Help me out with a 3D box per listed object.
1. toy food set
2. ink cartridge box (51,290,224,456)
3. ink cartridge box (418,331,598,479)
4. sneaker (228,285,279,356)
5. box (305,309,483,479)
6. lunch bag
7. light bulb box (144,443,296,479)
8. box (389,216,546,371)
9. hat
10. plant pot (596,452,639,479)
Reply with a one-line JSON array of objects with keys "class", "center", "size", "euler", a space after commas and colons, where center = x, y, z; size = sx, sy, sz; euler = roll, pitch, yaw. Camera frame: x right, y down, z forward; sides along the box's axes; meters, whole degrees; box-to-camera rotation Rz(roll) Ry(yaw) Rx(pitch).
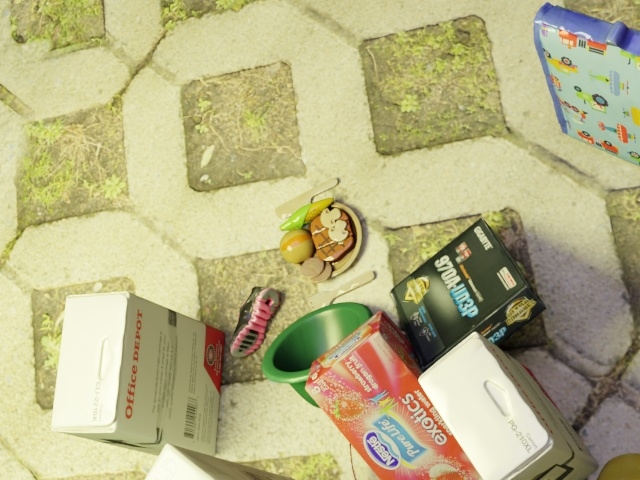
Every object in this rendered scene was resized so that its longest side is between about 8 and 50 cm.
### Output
[{"class": "toy food set", "center": [0.000, 0.000, 1.816], "size": [0.132, 0.038, 0.192], "euler": [-29, 63, 15]}, {"class": "ink cartridge box", "center": [-0.260, 0.201, 1.743], "size": [0.114, 0.273, 0.197], "euler": [-5, 72, 24]}, {"class": "ink cartridge box", "center": [0.241, 0.232, 1.509], "size": [0.100, 0.237, 0.172], "euler": [-39, 61, 10]}, {"class": "sneaker", "center": [-0.110, 0.122, 1.834], "size": [0.057, 0.047, 0.119], "euler": [24, 83, 49]}, {"class": "box", "center": [0.110, 0.237, 1.574], "size": [0.128, 0.122, 0.257], "euler": [-38, 96, 11]}, {"class": "lunch bag", "center": [0.402, -0.204, 1.540], "size": [0.221, 0.293, 0.138], "euler": [28, 87, 30]}, {"class": "light bulb box", "center": [-0.126, 0.495, 1.535], "size": [0.225, 0.358, 0.361], "euler": [30, 87, 32]}, {"class": "box", "center": [0.194, 0.081, 1.623], "size": [0.175, 0.051, 0.220], "euler": [-39, 25, 11]}, {"class": "hat", "center": [0.025, 0.222, 1.743], "size": [0.173, 0.184, 0.208], "euler": [-2, 35, 45]}, {"class": "plant pot", "center": [0.391, 0.323, 1.483], "size": [0.134, 0.134, 0.095], "euler": [-20, 41, 19]}]
